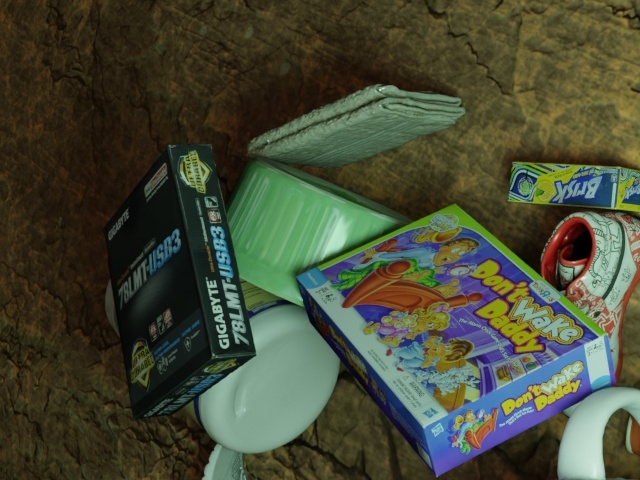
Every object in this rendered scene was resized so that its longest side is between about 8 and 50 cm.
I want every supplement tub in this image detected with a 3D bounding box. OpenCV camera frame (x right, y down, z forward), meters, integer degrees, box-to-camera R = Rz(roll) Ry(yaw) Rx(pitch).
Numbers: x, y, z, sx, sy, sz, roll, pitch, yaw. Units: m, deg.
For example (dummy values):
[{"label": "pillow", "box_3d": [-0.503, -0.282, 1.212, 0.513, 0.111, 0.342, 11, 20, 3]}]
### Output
[{"label": "supplement tub", "box_3d": [-0.154, 0.142, 2.061, 0.331, 0.241, 0.241, 35, 110, 42]}]

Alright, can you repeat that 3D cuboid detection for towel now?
[{"label": "towel", "box_3d": [0.048, -0.160, 1.933, 0.282, 0.187, 0.049, -18, 75, 43]}]

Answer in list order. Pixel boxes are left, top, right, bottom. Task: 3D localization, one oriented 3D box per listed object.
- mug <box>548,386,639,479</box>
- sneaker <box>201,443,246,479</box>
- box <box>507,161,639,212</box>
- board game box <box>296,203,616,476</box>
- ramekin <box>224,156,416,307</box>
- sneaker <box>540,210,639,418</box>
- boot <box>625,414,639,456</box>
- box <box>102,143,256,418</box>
[{"label": "mug", "box_3d": [0.337, 0.344, 1.469, 0.276, 0.328, 0.374, -13, 75, 44]}, {"label": "sneaker", "box_3d": [-0.120, 0.445, 2.114, 0.115, 0.105, 0.281, -6, 74, 11]}, {"label": "box", "box_3d": [0.322, -0.068, 1.730, 0.169, 0.059, 0.054, 6, 91, 46]}, {"label": "board game box", "box_3d": [0.149, 0.103, 1.611, 0.347, 0.233, 0.078, 47, 157, 54]}, {"label": "ramekin", "box_3d": [0.000, 0.000, 1.890, 0.303, 0.303, 0.148, 28, 98, 44]}, {"label": "sneaker", "box_3d": [0.310, 0.091, 1.661, 0.090, 0.145, 0.270, 26, 104, 44]}, {"label": "boot", "box_3d": [0.403, 0.189, 1.618, 0.085, 0.059, 0.157, 14, 96, 51]}, {"label": "box", "box_3d": [-0.200, 0.061, 1.842, 0.295, 0.073, 0.293, -39, 60, 55]}]
